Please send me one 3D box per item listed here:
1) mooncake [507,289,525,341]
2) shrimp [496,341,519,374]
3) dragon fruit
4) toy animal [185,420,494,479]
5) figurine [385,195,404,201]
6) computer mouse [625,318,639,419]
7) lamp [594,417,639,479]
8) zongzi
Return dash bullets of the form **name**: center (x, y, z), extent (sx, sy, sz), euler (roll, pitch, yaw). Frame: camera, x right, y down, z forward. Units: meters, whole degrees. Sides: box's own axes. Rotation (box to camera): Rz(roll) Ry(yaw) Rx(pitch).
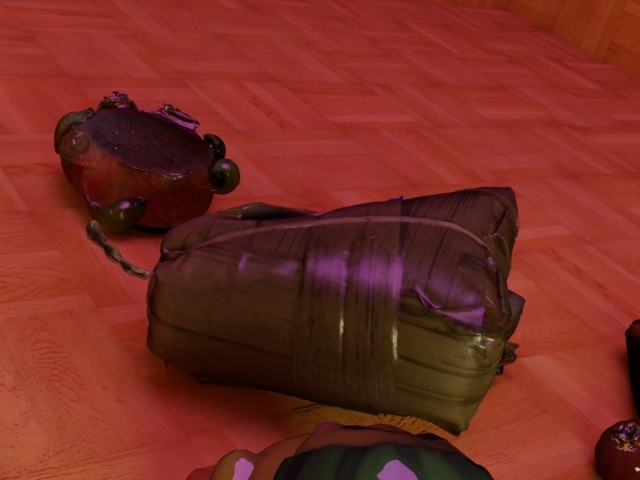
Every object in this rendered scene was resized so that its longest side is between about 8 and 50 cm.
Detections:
- **mooncake**: center (0.218, 0.099, 1.322), extent (0.125, 0.130, 0.073), euler (26, 61, 14)
- **shrimp**: center (0.125, 0.151, 1.252), extent (0.296, 0.058, 0.169), euler (-7, 33, -32)
- **dragon fruit**: center (-0.266, -0.113, 1.433), extent (0.295, 0.130, 0.268), euler (25, 28, 15)
- **toy animal**: center (0.015, 0.254, 0.770), extent (0.216, 0.338, 0.191), euler (10, 70, -25)
- **figurine**: center (0.158, -0.020, 1.584), extent (0.136, 0.077, 0.079), euler (35, 64, 3)
- **computer mouse**: center (0.531, 0.199, 1.321), extent (0.183, 0.116, 0.323), euler (22, 27, 0)
- **lamp**: center (0.387, 0.263, 1.147), extent (0.101, 0.090, 0.101), euler (-19, 24, 9)
- **zongzi**: center (-0.001, 0.020, 1.204), extent (0.500, 0.218, 0.467), euler (9, 27, 9)
